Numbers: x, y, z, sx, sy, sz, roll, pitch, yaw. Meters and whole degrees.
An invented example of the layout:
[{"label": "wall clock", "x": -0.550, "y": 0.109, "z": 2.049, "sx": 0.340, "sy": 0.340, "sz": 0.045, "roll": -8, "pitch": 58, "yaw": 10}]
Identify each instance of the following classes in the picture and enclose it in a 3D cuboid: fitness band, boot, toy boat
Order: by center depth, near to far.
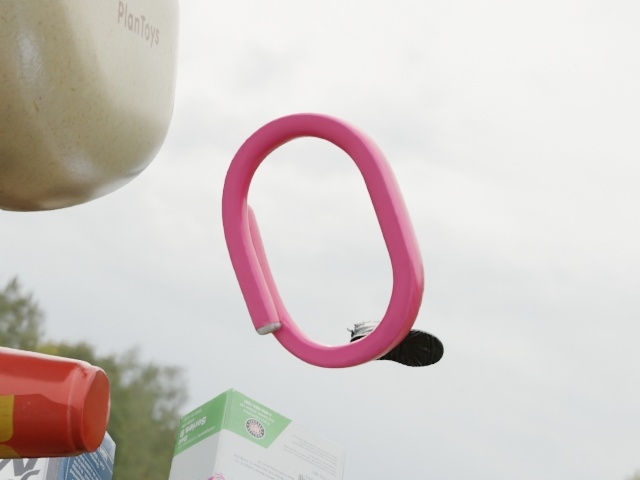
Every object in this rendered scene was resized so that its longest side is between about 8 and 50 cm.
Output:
[{"label": "toy boat", "x": -0.171, "y": -0.047, "z": 0.662, "sx": 0.148, "sy": 0.318, "sz": 0.267, "roll": 3, "pitch": -8, "yaw": 10}, {"label": "fitness band", "x": 0.000, "y": 0.000, "z": 1.470, "sx": 0.209, "sy": 0.291, "sz": 0.054, "roll": -22, "pitch": -8, "yaw": 23}, {"label": "boot", "x": 0.089, "y": 0.123, "z": 1.594, "sx": 0.121, "sy": 0.045, "sz": 0.099, "roll": 0, "pitch": 4, "yaw": 6}]

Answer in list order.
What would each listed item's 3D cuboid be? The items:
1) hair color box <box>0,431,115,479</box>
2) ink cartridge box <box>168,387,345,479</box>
[{"label": "hair color box", "x": -0.282, "y": 0.291, "z": 1.087, "sx": 0.174, "sy": 0.347, "sz": 0.105, "roll": -13, "pitch": -47, "yaw": 10}, {"label": "ink cartridge box", "x": -0.067, "y": 0.274, "z": 1.251, "sx": 0.154, "sy": 0.212, "sz": 0.093, "roll": 33, "pitch": -47, "yaw": -29}]
